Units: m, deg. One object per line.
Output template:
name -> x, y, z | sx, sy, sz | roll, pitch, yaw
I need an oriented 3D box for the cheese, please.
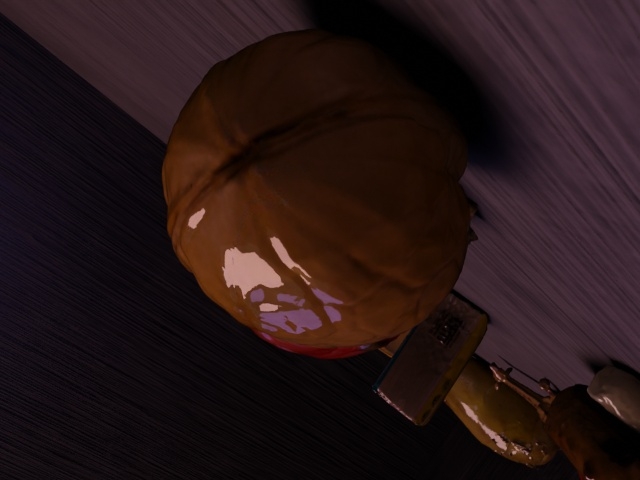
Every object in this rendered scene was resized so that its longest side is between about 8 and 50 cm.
cheese -> 0.326, 0.181, 0.795 | 0.194, 0.043, 0.065 | 36, 178, 4

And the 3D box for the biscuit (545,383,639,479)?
biscuit -> 0.337, 0.247, 0.854 | 0.296, 0.075, 0.296 | 31, -169, -7

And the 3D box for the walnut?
walnut -> 0.003, -0.021, 0.466 | 0.159, 0.159, 0.206 | 36, -177, 18

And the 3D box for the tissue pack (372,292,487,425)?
tissue pack -> 0.148, 0.154, 1.166 | 0.082, 0.169, 0.120 | 33, 174, 15

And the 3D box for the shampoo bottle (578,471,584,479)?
shampoo bottle -> 0.413, 0.320, 1.228 | 0.104, 0.104, 0.278 | 35, 176, 27

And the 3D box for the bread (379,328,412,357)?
bread -> 0.093, 0.125, 1.699 | 0.288, 0.119, 0.152 | 38, 173, -28

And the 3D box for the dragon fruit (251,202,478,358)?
dragon fruit -> 0.000, 0.000, 0.654 | 0.209, 0.172, 0.172 | 21, 171, 19

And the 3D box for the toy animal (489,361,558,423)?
toy animal -> 0.365, 0.265, 1.434 | 0.149, 0.054, 0.275 | 40, 177, -8

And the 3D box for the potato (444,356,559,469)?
potato -> 0.370, 0.360, 1.881 | 0.300, 0.140, 0.173 | 40, 173, 19
